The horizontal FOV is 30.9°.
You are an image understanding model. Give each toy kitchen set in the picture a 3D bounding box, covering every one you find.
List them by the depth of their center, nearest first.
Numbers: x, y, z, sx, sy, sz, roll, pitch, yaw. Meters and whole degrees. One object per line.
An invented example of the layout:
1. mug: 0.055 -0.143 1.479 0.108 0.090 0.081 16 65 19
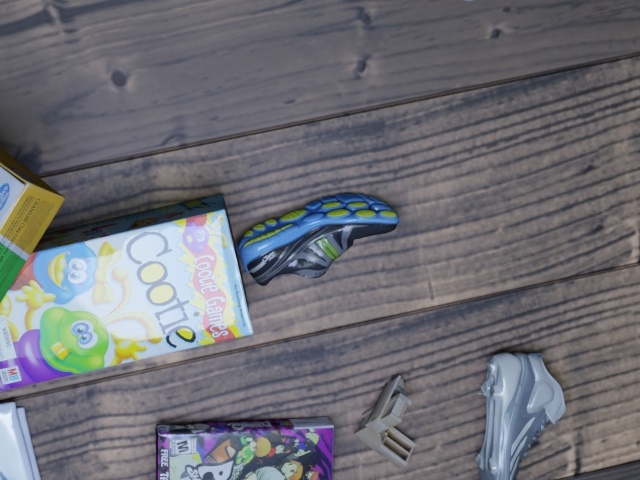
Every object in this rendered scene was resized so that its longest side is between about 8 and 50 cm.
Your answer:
1. toy kitchen set: 0.099 0.213 1.379 0.075 0.083 0.068 38 52 -10

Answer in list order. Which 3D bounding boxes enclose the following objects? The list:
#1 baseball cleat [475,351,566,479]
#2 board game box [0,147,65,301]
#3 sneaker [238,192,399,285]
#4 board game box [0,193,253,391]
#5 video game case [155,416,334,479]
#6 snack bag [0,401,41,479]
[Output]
1. baseball cleat: 0.243 0.236 1.394 0.109 0.072 0.206 0 102 -13
2. board game box: -0.444 -0.030 1.197 0.316 0.064 0.242 35 95 25
3. sneaker: 0.000 0.000 1.343 0.188 0.067 0.078 -19 121 -5
4. board game box: -0.225 0.053 1.278 0.275 0.144 0.142 -13 100 -3
5. video game case: -0.091 0.329 1.377 0.210 0.042 0.232 0 99 -13
6. snack bag: -0.481 0.376 1.354 0.343 0.037 0.323 -13 99 -5
